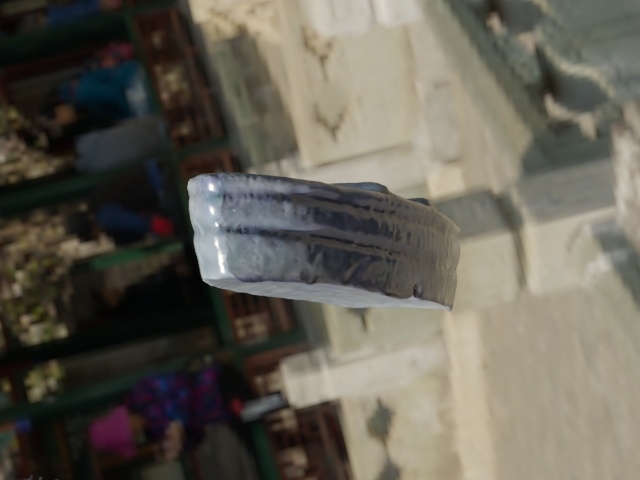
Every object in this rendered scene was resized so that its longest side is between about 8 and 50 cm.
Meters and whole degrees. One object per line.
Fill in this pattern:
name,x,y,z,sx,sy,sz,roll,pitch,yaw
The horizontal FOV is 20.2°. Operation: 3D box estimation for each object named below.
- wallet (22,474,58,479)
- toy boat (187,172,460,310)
wallet,-0.190,0.254,1.708,0.222,0.167,0.036,160,121,-71
toy boat,0.000,0.000,1.201,0.283,0.127,0.078,12,-99,-61
